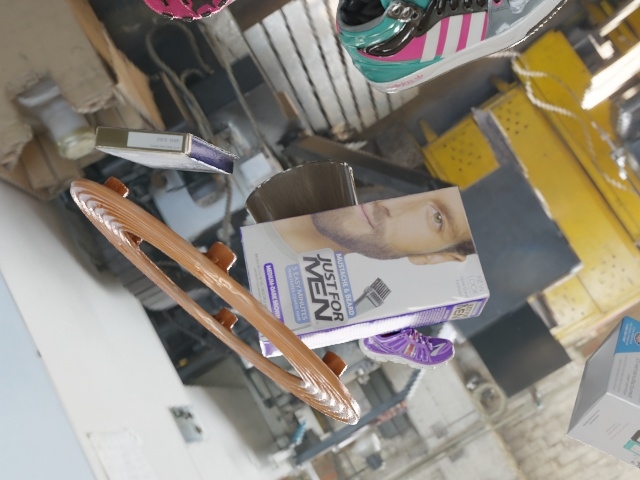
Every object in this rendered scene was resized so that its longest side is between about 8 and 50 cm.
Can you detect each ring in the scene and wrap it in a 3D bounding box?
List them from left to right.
[{"bbox_3d":[-0.093,0.054,0.762,0.032,0.336,0.336,-51,172,-15],"label":"ring"}]

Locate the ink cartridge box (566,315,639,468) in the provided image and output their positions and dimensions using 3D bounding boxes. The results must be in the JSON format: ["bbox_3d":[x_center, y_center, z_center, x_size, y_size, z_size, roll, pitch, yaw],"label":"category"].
[{"bbox_3d":[0.663,0.321,1.604,0.197,0.270,0.198,104,12,-52],"label":"ink cartridge box"}]

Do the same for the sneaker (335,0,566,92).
[{"bbox_3d":[0.136,-0.294,0.944,0.295,0.124,0.178,-25,148,27],"label":"sneaker"}]

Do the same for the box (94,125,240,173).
[{"bbox_3d":[-0.215,-0.128,1.212,0.136,0.036,0.225,6,179,14],"label":"box"}]

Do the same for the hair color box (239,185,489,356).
[{"bbox_3d":[0.062,0.047,1.239,0.339,0.185,0.110,-11,158,-5],"label":"hair color box"}]

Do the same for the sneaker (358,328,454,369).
[{"bbox_3d":[0.153,0.174,1.407,0.170,0.068,0.071,8,120,-13],"label":"sneaker"}]

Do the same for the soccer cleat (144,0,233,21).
[{"bbox_3d":[-0.168,-0.486,1.452,0.331,0.143,0.116,-7,138,32],"label":"soccer cleat"}]

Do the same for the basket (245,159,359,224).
[{"bbox_3d":[0.000,0.000,1.428,0.204,0.227,0.154,-20,153,-5],"label":"basket"}]
